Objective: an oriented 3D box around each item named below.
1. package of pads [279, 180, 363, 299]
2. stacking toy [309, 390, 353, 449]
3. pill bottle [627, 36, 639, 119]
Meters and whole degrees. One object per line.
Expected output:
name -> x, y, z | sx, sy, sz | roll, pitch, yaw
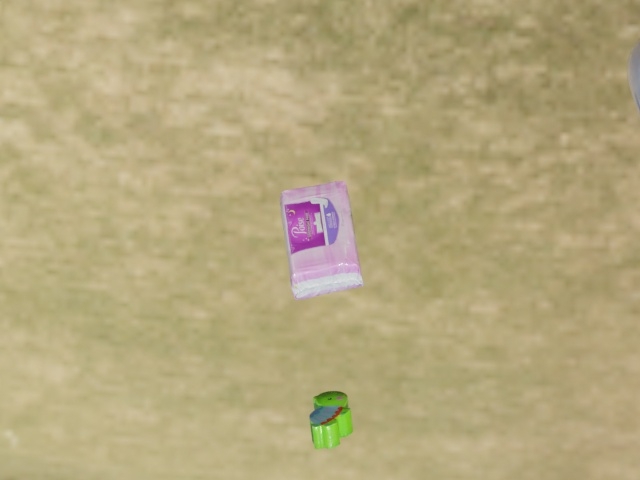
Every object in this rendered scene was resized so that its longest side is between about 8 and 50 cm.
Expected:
package of pads -> 0.000, 0.000, 1.270 | 0.050, 0.083, 0.032 | -10, 141, 2
stacking toy -> -0.033, 0.211, 1.110 | 0.052, 0.167, 0.221 | 7, -152, 30
pill bottle -> 0.218, 0.028, 0.669 | 0.146, 0.264, 0.146 | -20, -168, 4
